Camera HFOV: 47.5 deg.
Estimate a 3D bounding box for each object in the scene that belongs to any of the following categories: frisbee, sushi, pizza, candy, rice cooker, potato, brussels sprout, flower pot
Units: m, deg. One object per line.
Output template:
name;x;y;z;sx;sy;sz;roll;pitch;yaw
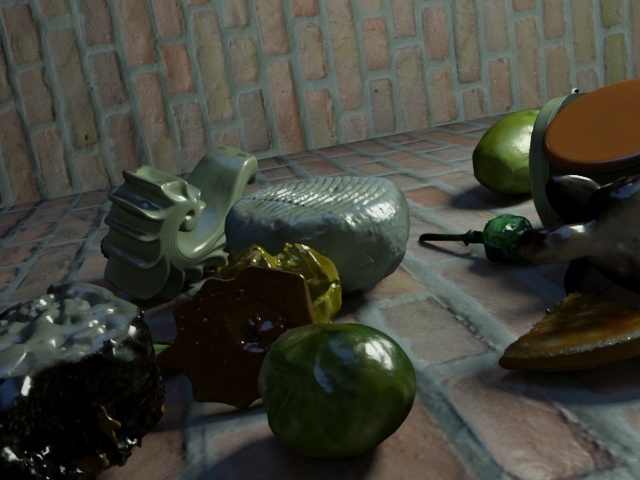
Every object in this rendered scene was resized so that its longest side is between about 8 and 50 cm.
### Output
frisbee;0.487;-0.193;1.193;0.251;0.021;0.251;-23;32;15
sushi;-0.327;0.195;0.781;0.348;0.207;0.234;-23;31;-25
pizza;0.339;0.118;0.917;0.201;0.053;0.193;-14;12;28
candy;0.285;-0.006;1.408;0.097;0.097;0.323;-17;9;-27
rice cooker;0.537;-0.141;1.353;0.277;0.288;0.288;-1;17;40
potato;0.497;-0.216;1.792;0.304;0.216;0.216;-19;17;-41
brussels sprout;0.018;0.162;0.802;0.161;0.144;0.181;-48;38;-8
flower pot;-0.270;-0.041;1.486;0.164;0.254;0.367;22;26;25

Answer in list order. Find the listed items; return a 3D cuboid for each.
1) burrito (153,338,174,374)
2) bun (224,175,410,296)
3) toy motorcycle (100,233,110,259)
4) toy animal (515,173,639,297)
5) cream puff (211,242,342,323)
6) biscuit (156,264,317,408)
burrito;-0.341;0.185;1.093;0.288;0.054;0.104;-5;16;17
bun;-0.005;0.000;1.307;0.354;0.194;0.354;-6;16;2
toy motorcycle;-0.375;0.037;1.604;0.212;0.118;0.084;-4;-11;-32
toy animal;0.429;-0.010;1.040;0.303;0.194;0.344;-6;-2;12
cream puff;-0.072;0.089;1.060;0.221;0.194;0.195;-19;17;-23
biscuit;-0.108;0.130;0.950;0.215;0.182;0.034;-15;-15;-4
